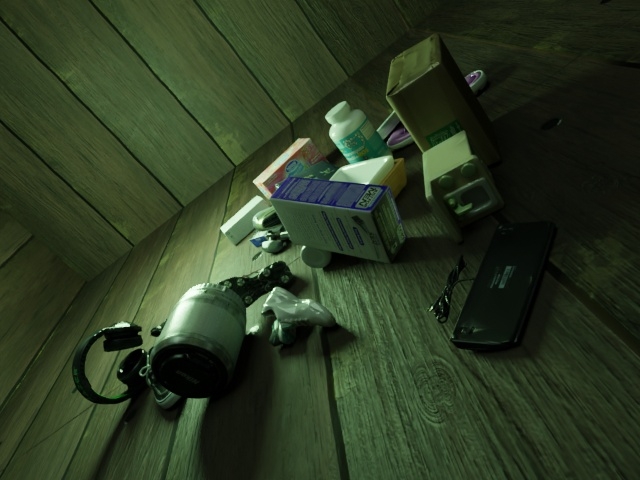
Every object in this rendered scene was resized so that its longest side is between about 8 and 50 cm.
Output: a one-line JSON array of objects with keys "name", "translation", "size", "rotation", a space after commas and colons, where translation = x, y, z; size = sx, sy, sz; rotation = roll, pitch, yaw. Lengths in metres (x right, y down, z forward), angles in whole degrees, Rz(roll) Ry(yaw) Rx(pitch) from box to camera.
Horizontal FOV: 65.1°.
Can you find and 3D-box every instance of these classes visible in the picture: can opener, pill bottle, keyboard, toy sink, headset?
[{"name": "can opener", "translation": [-0.107, -0.010, 1.790], "size": [0.280, 0.074, 0.093], "rotation": [-14, 69, 50]}, {"name": "pill bottle", "translation": [0.000, 0.000, 1.548], "size": [0.094, 0.094, 0.169], "rotation": [-27, 26, 28]}, {"name": "pill bottle", "translation": [0.131, -0.362, 1.785], "size": [0.146, 0.264, 0.146], "rotation": [-34, 23, 17]}, {"name": "keyboard", "translation": [0.327, 0.080, 0.979], "size": [0.202, 0.033, 0.317], "rotation": [-4, 40, 45]}, {"name": "toy sink", "translation": [0.340, -0.133, 1.192], "size": [0.131, 0.152, 0.234], "rotation": [-28, 25, 26]}, {"name": "headset", "translation": [-0.663, 0.387, 1.714], "size": [0.185, 0.243, 0.394], "rotation": [-14, 12, 37]}]

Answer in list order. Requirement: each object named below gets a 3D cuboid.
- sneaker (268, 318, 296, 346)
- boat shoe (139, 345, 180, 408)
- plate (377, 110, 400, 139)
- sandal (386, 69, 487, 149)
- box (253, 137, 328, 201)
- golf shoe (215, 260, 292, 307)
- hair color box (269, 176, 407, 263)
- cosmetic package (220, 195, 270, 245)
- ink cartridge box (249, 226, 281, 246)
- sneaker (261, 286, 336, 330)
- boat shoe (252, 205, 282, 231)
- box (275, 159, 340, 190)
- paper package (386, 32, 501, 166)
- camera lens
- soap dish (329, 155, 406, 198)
[{"name": "sneaker", "translation": [-0.099, 0.218, 1.352], "size": [0.076, 0.065, 0.166], "rotation": [-31, 23, 31]}, {"name": "boat shoe", "translation": [-0.489, 0.407, 1.551], "size": [0.113, 0.105, 0.306], "rotation": [-42, 23, -3]}, {"name": "plate", "translation": [0.291, -0.478, 1.946], "size": [0.277, 0.045, 0.278], "rotation": [-50, 3, -25]}, {"name": "sandal", "translation": [0.398, -0.488, 1.812], "size": [0.416, 0.102, 0.169], "rotation": [-36, 22, 11]}, {"name": "box", "translation": [-0.131, -0.305, 2.234], "size": [0.300, 0.154, 0.142], "rotation": [-44, 23, -11]}, {"name": "golf shoe", "translation": [-0.220, 0.150, 1.574], "size": [0.273, 0.105, 0.120], "rotation": [-20, -2, -11]}, {"name": "hair color box", "translation": [0.044, -0.062, 1.351], "size": [0.339, 0.185, 0.110], "rotation": [13, 53, 38]}, {"name": "cosmetic package", "translation": [-0.332, -0.092, 2.249], "size": [0.231, 0.085, 0.117], "rotation": [-41, 23, -6]}, {"name": "ink cartridge box", "translation": [-0.197, -0.067, 2.039], "size": [0.097, 0.046, 0.207], "rotation": [-15, 34, 45]}, {"name": "sneaker", "translation": [-0.059, 0.193, 1.263], "size": [0.212, 0.080, 0.094], "rotation": [15, 56, 37]}, {"name": "boat shoe", "translation": [-0.107, -0.113, 1.867], "size": [0.302, 0.109, 0.094], "rotation": [-33, 23, -17]}, {"name": "box", "translation": [-0.019, -0.199, 1.822], "size": [0.233, 0.059, 0.183], "rotation": [-30, 41, -25]}, {"name": "paper package", "translation": [0.336, -0.363, 1.392], "size": [0.168, 0.325, 0.309], "rotation": [-27, 25, 27]}, {"name": "camera lens", "translation": [-0.329, 0.277, 1.391], "size": [0.219, 0.219, 0.274], "rotation": [-31, 24, 21]}, {"name": "soap dish", "translation": [0.121, -0.149, 1.603], "size": [0.291, 0.118, 0.229], "rotation": [-4, 42, 55]}]
